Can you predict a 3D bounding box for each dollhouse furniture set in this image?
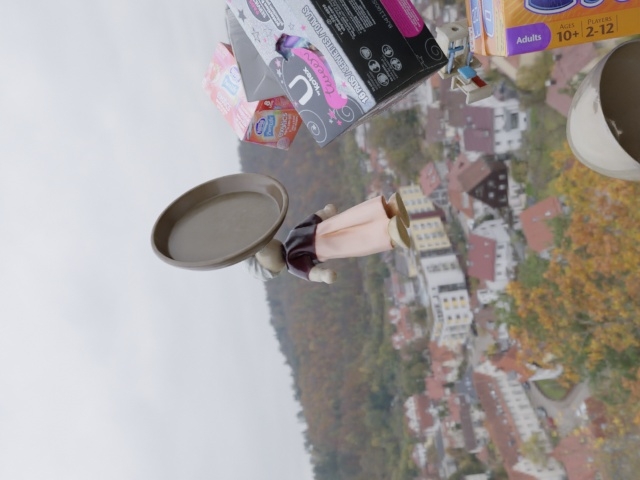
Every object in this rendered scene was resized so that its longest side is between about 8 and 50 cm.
[{"bbox_3d":[0.405,-0.484,1.698,0.129,0.129,0.184,87,158,-51],"label":"dollhouse furniture set"}]

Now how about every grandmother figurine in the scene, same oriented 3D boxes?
[{"bbox_3d":[0.000,0.000,1.242,0.208,0.342,0.104,-75,-37,-55],"label":"grandmother figurine"}]

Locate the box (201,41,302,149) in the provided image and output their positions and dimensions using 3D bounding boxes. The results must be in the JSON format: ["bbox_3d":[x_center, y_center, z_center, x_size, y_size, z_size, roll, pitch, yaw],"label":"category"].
[{"bbox_3d":[-0.178,-0.383,1.675,0.300,0.154,0.142,54,126,40],"label":"box"}]

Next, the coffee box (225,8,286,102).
[{"bbox_3d":[-0.131,-0.396,1.318,0.246,0.098,0.141,-108,5,-60],"label":"coffee box"}]

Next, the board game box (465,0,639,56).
[{"bbox_3d":[0.479,-0.567,1.229,0.356,0.356,0.356,-82,-18,-72],"label":"board game box"}]

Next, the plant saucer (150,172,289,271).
[{"bbox_3d":[-0.190,-0.034,1.223,0.278,0.278,0.041,-94,-12,-51],"label":"plant saucer"}]

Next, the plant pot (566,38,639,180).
[{"bbox_3d":[0.627,-0.241,1.316,0.191,0.284,0.284,146,119,-69],"label":"plant pot"}]

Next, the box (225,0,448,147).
[{"bbox_3d":[0.016,-0.278,0.841,0.247,0.163,0.142,56,146,-2],"label":"box"}]
